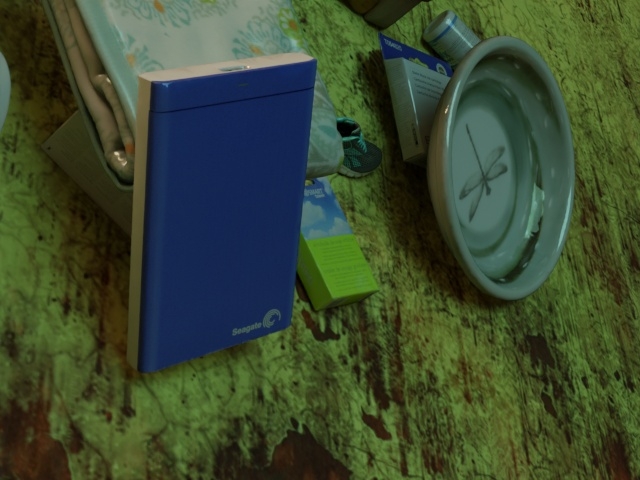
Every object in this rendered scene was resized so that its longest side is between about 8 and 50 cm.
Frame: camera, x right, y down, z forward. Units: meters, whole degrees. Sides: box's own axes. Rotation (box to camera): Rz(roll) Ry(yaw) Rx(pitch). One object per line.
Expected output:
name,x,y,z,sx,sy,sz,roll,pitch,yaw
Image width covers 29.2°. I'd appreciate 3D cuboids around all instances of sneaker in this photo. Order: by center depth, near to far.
sneaker,0.038,-0.139,1.748,0.166,0.076,0.065,11,55,-44

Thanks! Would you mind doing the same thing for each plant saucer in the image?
plant saucer,0.259,-0.109,1.884,0.400,0.100,0.401,0,90,-53

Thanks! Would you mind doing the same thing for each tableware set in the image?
tableware set,0.130,-0.245,1.983,0.154,0.024,0.104,58,34,3

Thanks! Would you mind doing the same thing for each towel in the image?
towel,-0.149,-0.235,1.403,0.320,0.090,0.375,-10,74,-43

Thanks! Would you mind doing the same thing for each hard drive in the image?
hard drive,-0.105,-0.030,1.306,0.210,0.319,0.040,-15,31,-40

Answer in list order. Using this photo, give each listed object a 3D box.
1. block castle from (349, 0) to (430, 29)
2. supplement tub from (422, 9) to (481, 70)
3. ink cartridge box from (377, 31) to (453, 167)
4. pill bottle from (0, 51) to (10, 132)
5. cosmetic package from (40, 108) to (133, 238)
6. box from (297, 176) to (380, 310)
block castle,0.077,-0.607,2.047,0.303,0.213,0.453,30,43,-31
supplement tub,0.236,-0.341,2.138,0.107,0.071,0.071,43,38,-16
ink cartridge box,0.188,-0.215,1.962,0.223,0.045,0.224,10,63,-51
pill bottle,-0.436,-0.155,1.173,0.245,0.136,0.136,14,53,-42
cosmetic package,-0.196,-0.058,1.403,0.239,0.099,0.060,47,35,-12
box,0.000,0.000,1.624,0.109,0.042,0.178,-8,68,-52
